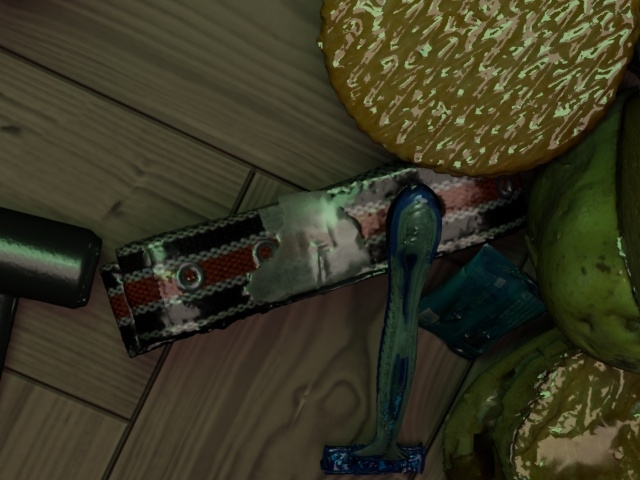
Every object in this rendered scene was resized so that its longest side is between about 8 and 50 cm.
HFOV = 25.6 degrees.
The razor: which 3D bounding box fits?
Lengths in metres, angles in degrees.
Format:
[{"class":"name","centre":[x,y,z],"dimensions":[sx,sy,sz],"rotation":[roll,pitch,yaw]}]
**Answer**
[{"class":"razor","centre":[0.062,0.093,1.145],"dimensions":[0.093,0.056,0.324],"rotation":[1,131,-7]}]

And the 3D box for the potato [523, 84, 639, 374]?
[{"class":"potato","centre":[0.220,-0.011,1.130],"dimensions":[0.111,0.271,0.160],"rotation":[-16,127,27]}]

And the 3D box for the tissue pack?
[{"class":"tissue pack","centre":[0.134,0.059,1.191],"dimensions":[0.085,0.028,0.138],"rotation":[34,138,-11]}]

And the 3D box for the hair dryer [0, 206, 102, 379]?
[{"class":"hair dryer","centre":[-0.264,0.096,1.184],"dimensions":[0.114,0.070,0.248],"rotation":[13,103,-8]}]

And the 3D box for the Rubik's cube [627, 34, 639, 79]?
[{"class":"Rubik's cube","centre":[0.396,-0.181,1.104],"dimensions":[0.237,0.238,0.237],"rotation":[29,97,-12]}]

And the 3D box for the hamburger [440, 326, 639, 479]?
[{"class":"hamburger","centre":[0.252,0.184,1.218],"dimensions":[0.285,0.134,0.265],"rotation":[-29,100,-6]}]

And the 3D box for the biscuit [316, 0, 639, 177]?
[{"class":"biscuit","centre":[0.121,-0.170,1.090],"dimensions":[0.254,0.035,0.254],"rotation":[2,98,12]}]

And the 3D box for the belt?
[{"class":"belt","centre":[0.000,0.000,1.159],"dimensions":[0.359,0.126,0.094],"rotation":[-19,90,-7]}]
